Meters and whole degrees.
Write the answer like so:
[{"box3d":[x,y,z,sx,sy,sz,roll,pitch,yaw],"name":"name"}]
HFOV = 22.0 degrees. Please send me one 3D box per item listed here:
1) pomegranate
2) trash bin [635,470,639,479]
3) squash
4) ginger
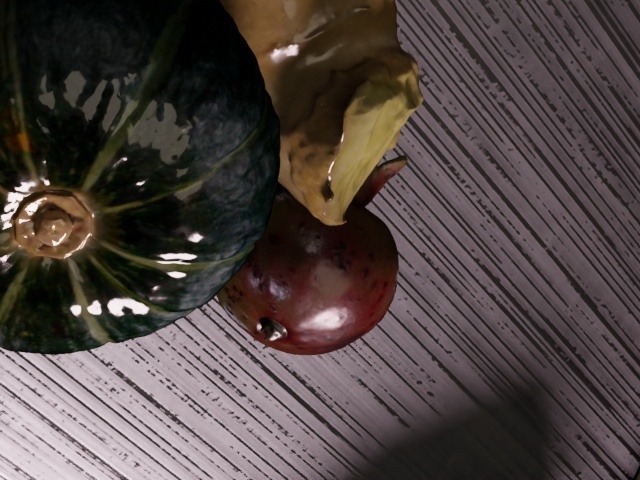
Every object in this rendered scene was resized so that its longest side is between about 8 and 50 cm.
[{"box3d":[0.004,0.006,1.111,0.159,0.129,0.129,-33,127,-22],"name":"pomegranate"},{"box3d":[0.416,0.211,1.459,0.247,0.121,0.243,14,107,-32],"name":"trash bin"},{"box3d":[-0.149,-0.053,0.930,0.252,0.165,0.252,-2,125,-3],"name":"squash"},{"box3d":[-0.014,-0.141,1.008,0.138,0.152,0.267,-28,106,-25],"name":"ginger"}]
